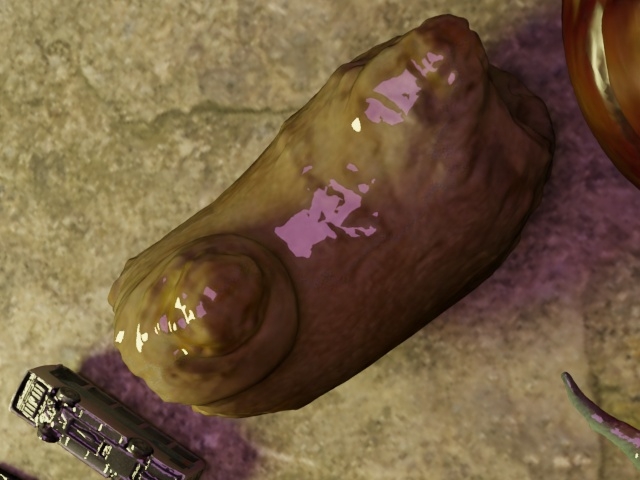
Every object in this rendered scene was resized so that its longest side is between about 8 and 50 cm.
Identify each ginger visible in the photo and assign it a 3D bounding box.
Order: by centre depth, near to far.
[{"bbox_3d":[0.000,0.000,0.593,0.130,0.221,0.276,49,121,20],"label":"ginger"}]

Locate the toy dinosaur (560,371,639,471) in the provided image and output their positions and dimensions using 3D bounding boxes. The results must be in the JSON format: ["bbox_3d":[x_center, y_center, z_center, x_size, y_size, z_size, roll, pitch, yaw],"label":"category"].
[{"bbox_3d":[0.214,0.168,0.604,0.167,0.053,0.242,-21,88,23],"label":"toy dinosaur"}]

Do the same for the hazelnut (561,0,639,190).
[{"bbox_3d":[0.213,-0.096,0.492,0.229,0.229,0.230,3,99,22],"label":"hazelnut"}]

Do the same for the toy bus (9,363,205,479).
[{"bbox_3d":[-0.139,0.128,0.748,0.130,0.052,0.037,31,103,14],"label":"toy bus"}]

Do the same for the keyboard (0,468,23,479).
[{"bbox_3d":[-0.163,0.219,0.791,0.195,0.018,0.060,20,108,20],"label":"keyboard"}]
